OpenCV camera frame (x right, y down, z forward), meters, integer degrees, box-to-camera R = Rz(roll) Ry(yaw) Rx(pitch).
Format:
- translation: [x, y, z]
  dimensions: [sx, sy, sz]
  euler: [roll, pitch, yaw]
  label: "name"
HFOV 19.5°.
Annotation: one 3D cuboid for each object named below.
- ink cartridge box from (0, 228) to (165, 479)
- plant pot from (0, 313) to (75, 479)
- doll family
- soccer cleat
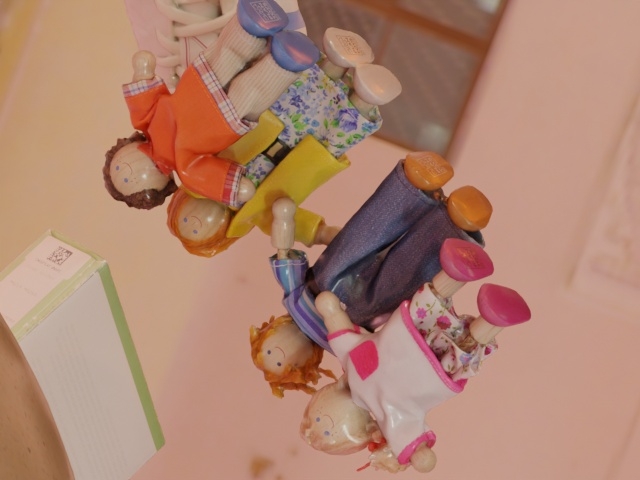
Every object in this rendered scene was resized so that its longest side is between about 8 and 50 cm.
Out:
- translation: [-0.194, 0.131, 1.040]
  dimensions: [0.235, 0.056, 0.171]
  euler: [-44, 145, -28]
  label: "ink cartridge box"
- translation: [-0.175, 0.075, 0.467]
  dimensions: [0.191, 0.284, 0.284]
  euler: [-78, -171, -48]
  label: "plant pot"
- translation: [0.000, 0.000, 0.979]
  dimensions: [0.163, 0.263, 0.118]
  euler: [-44, 169, 30]
  label: "doll family"
- translation: [-0.069, -0.150, 1.194]
  dimensions: [0.331, 0.116, 0.143]
  euler: [65, 27, -63]
  label: "soccer cleat"
